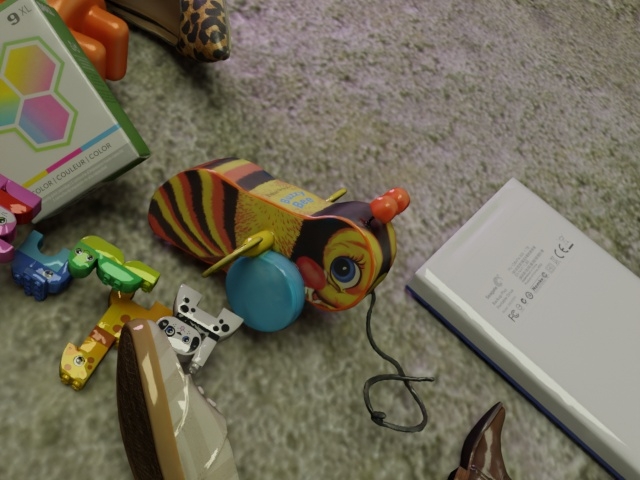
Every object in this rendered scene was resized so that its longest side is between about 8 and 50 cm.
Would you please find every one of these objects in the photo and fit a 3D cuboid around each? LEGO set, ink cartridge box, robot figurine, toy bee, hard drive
[{"bbox_3d":[-0.189,0.055,0.504,0.227,0.087,0.093,31,55,-5],"label":"LEGO set"},{"bbox_3d":[-0.250,-0.131,0.541,0.109,0.062,0.209,-32,100,2],"label":"ink cartridge box"},{"bbox_3d":[-0.300,-0.215,0.623,0.220,0.128,0.158,26,90,-1],"label":"robot figurine"},{"bbox_3d":[0.000,0.000,0.552,0.298,0.162,0.195,26,29,-6],"label":"toy bee"},{"bbox_3d":[0.270,0.091,0.666,0.319,0.040,0.210,42,54,12],"label":"hard drive"}]

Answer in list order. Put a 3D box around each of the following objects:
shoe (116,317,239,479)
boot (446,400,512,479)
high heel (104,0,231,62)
[{"bbox_3d":[-0.093,0.159,0.449,0.058,0.077,0.218,-12,84,-37],"label":"shoe"},{"bbox_3d":[0.174,0.211,0.549,0.114,0.037,0.106,33,65,9],"label":"boot"},{"bbox_3d":[-0.213,-0.260,0.700,0.186,0.093,0.261,-6,42,-31],"label":"high heel"}]
